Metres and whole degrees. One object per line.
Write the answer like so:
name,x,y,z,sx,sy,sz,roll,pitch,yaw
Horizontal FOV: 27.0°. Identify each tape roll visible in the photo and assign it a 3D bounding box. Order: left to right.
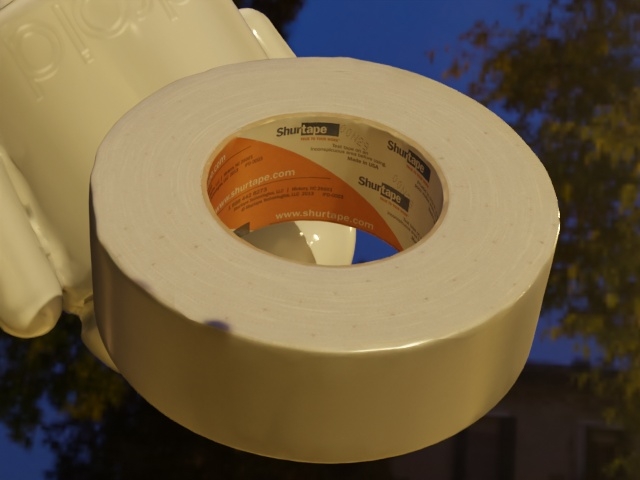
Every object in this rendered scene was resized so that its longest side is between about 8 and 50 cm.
tape roll,0.000,0.000,0.640,0.219,0.219,0.072,6,-49,0

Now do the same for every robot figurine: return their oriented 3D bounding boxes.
robot figurine,-0.111,-0.053,0.867,0.353,0.300,0.200,57,-35,-1
